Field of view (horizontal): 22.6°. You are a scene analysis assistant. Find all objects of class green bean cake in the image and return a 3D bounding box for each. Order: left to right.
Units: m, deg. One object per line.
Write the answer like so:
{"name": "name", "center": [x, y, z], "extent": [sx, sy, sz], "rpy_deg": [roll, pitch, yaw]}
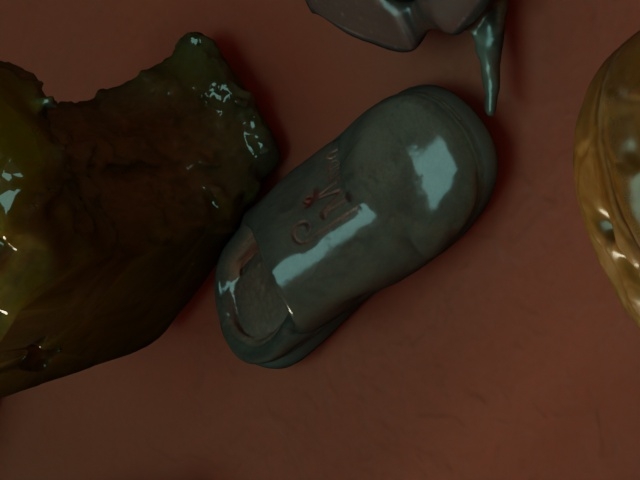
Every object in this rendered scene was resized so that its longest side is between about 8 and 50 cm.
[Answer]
{"name": "green bean cake", "center": [-0.159, -0.015, 1.024], "extent": [0.124, 0.236, 0.233], "rpy_deg": [50, 126, 19]}

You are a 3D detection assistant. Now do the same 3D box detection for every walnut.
{"name": "walnut", "center": [0.207, -0.023, 0.775], "extent": [0.165, 0.165, 0.197], "rpy_deg": [-26, 88, 39]}

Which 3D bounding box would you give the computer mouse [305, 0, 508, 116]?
{"name": "computer mouse", "center": [0.023, -0.253, 0.917], "extent": [0.199, 0.115, 0.389], "rpy_deg": [-17, 86, 43]}

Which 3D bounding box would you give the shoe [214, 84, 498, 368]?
{"name": "shoe", "center": [0.000, 0.000, 0.984], "extent": [0.251, 0.100, 0.103], "rpy_deg": [-45, 68, 37]}
